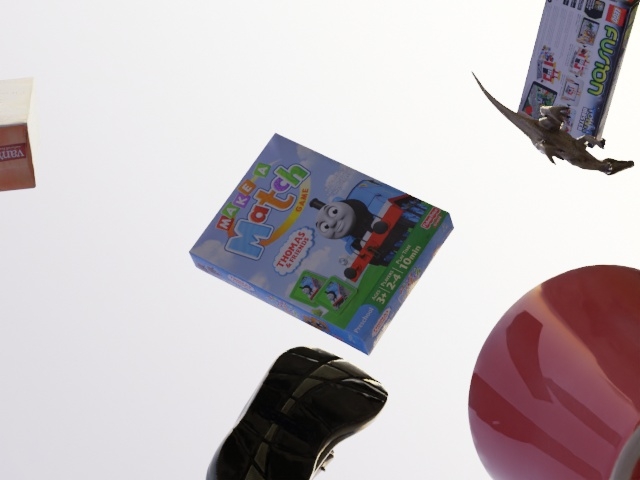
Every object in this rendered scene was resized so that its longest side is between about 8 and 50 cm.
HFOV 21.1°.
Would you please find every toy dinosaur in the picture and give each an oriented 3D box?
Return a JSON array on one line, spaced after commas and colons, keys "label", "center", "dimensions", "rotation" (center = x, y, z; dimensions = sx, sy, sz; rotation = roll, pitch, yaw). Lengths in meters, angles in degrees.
[{"label": "toy dinosaur", "center": [0.217, -0.099, 1.644], "dimensions": [0.183, 0.053, 0.092], "rotation": [30, 178, -4]}]

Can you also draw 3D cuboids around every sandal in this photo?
[{"label": "sandal", "center": [-0.035, 0.202, 1.753], "dimensions": [0.120, 0.086, 0.303], "rotation": [34, -143, 12]}]

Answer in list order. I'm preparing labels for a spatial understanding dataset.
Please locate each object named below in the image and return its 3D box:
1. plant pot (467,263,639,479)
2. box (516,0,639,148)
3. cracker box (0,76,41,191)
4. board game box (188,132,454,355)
[{"label": "plant pot", "center": [0.306, 0.184, 1.616], "dimensions": [0.275, 0.275, 0.243], "rotation": [50, 177, -23]}, {"label": "box", "center": [0.328, -0.231, 2.207], "dimensions": [0.114, 0.207, 0.036], "rotation": [24, -146, 19]}, {"label": "cracker box", "center": [-0.350, -0.099, 1.645], "dimensions": [0.232, 0.156, 0.067], "rotation": [-117, 21, -71]}, {"label": "board game box", "center": [0.000, 0.000, 1.699], "dimensions": [0.212, 0.160, 0.039], "rotation": [25, 159, 25]}]
